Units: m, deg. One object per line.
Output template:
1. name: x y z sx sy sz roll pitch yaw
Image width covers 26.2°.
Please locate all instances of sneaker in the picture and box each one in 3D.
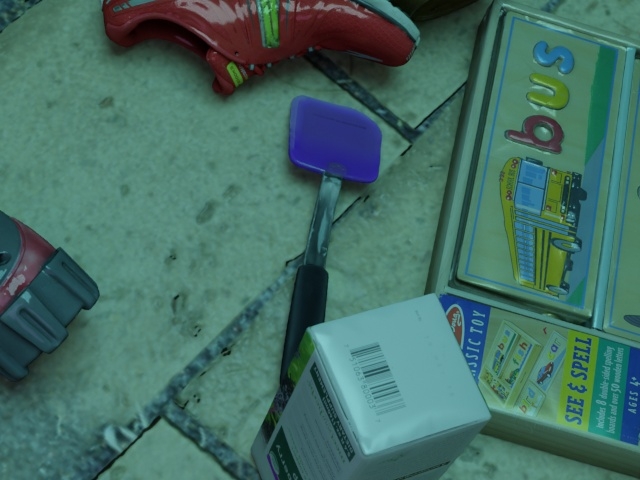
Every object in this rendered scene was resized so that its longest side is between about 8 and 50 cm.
1. sneaker: -0.055 -0.180 1.198 0.279 0.107 0.118 12 79 -3

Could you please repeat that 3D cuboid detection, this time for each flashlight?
1. flashlight: -0.302 -0.030 0.993 0.304 0.103 0.103 43 59 -12

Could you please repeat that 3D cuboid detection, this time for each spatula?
1. spatula: 0.000 0.000 1.137 0.084 0.030 0.296 13 60 -9

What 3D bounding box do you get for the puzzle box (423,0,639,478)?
1. puzzle box: 0.237 -0.008 1.184 0.272 0.052 0.408 16 61 -4

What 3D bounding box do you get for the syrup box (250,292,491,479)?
1. syrup box: 0.026 0.136 0.952 0.096 0.237 0.093 -14 66 -21

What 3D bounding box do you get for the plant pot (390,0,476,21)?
1. plant pot: 0.082 -0.337 1.244 0.237 0.237 0.254 -23 86 -23
